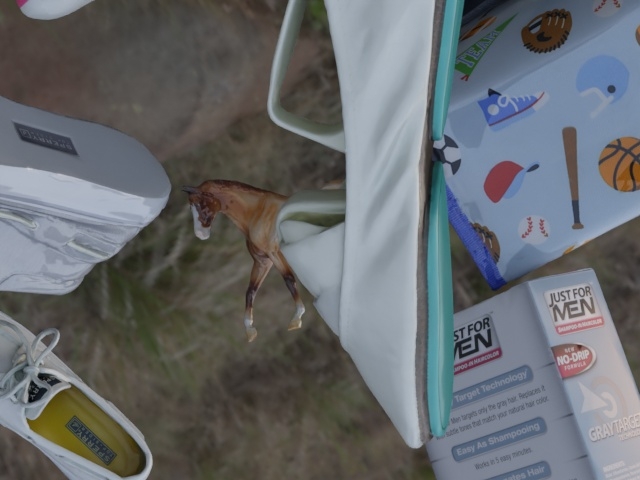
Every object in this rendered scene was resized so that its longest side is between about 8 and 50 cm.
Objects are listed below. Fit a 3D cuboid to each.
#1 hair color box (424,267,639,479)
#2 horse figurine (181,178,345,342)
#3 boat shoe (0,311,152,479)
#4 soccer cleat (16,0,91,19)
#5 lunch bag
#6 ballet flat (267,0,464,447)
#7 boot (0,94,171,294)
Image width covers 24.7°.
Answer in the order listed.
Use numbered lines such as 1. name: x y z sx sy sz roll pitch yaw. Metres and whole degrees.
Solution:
1. hair color box: 0.217 0.234 1.354 0.114 0.374 0.185 -8 166 -45
2. horse figurine: 0.000 0.000 1.533 0.263 0.174 0.066 -13 169 6
3. boat shoe: -0.358 0.189 1.824 0.136 0.367 0.156 -50 -173 -26
4. soccer cleat: -0.135 -0.296 1.361 0.331 0.143 0.116 -50 -164 -22
5. lunch bag: 0.256 -0.171 1.453 0.328 0.239 0.385 -27 -166 17
6. ballet flat: 0.031 -0.054 0.978 0.139 0.139 0.400 -12 113 -30
7. boot: -0.219 -0.027 0.879 0.258 0.095 0.123 20 123 -43
